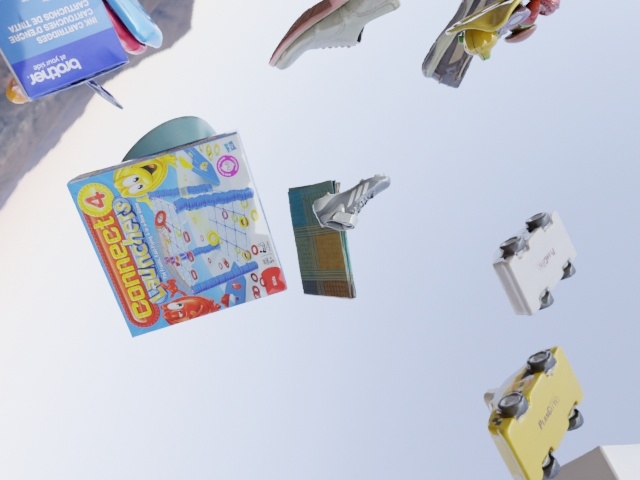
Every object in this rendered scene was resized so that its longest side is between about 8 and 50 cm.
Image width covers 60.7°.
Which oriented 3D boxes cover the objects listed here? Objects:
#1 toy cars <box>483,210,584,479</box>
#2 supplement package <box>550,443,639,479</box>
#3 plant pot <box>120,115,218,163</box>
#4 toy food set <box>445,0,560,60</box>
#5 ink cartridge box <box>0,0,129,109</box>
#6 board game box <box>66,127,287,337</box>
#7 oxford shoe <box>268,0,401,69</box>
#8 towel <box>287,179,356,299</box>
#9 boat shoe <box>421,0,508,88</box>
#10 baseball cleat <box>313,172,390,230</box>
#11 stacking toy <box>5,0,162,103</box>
[{"bbox_3d":[0.273,0.125,0.737,0.087,0.176,0.394,-22,-131,47],"label":"toy cars"},{"bbox_3d":[0.466,0.497,0.950,0.293,0.175,0.178,-52,-139,37],"label":"supplement package"},{"bbox_3d":[-0.306,-0.117,1.292,0.195,0.290,0.290,43,-81,16],"label":"plant pot"},{"bbox_3d":[0.285,-0.323,0.803,0.218,0.071,0.128,-35,-162,-25],"label":"toy food set"},{"bbox_3d":[-0.406,-0.361,0.752,0.151,0.396,0.270,-26,-148,-16],"label":"ink cartridge box"},{"bbox_3d":[-0.248,-0.013,1.001,0.301,0.308,0.086,-18,-162,-3],"label":"board game box"},{"bbox_3d":[0.021,-0.522,1.370,0.397,0.146,0.141,-23,-145,44],"label":"oxford shoe"},{"bbox_3d":[0.000,0.000,1.750,0.271,0.040,0.370,-1,-80,54],"label":"towel"},{"bbox_3d":[0.383,-0.525,1.297,0.355,0.130,0.132,-56,-179,29],"label":"boat shoe"},{"bbox_3d":[0.088,-0.085,1.316,0.205,0.072,0.109,-23,-114,-4],"label":"baseball cleat"},{"bbox_3d":[-0.460,-0.354,1.003,0.301,0.166,0.175,-36,-164,6],"label":"stacking toy"}]
